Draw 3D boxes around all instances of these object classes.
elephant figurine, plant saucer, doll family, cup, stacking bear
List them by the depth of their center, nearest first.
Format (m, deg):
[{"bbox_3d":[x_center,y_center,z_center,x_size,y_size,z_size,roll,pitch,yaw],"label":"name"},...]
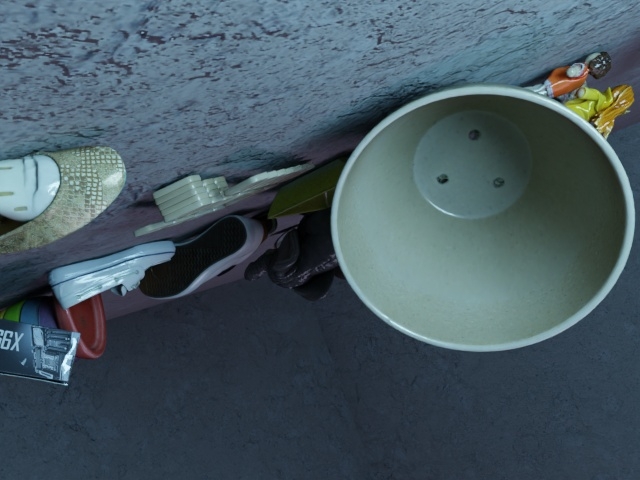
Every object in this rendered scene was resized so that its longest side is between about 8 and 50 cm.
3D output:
[{"bbox_3d":[0.195,-0.060,0.781,0.331,0.331,0.237,-22,-159,22],"label":"cup"},{"bbox_3d":[0.383,-0.194,0.922,0.163,0.118,0.263,-20,177,14],"label":"doll family"},{"bbox_3d":[0.025,-0.097,1.015,0.188,0.045,0.188,-23,175,34],"label":"plant saucer"},{"bbox_3d":[-0.590,0.191,1.184,0.289,0.164,0.175,-16,176,0],"label":"stacking bear"},{"bbox_3d":[-0.035,0.039,1.202,0.239,0.169,0.186,-48,176,3],"label":"elephant figurine"}]

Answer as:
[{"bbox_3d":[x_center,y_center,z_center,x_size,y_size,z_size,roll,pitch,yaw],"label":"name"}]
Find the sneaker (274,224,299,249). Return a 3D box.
[{"bbox_3d":[0.000,0.000,1.727,0.263,0.121,0.099,-19,176,-12],"label":"sneaker"}]

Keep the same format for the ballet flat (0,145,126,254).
[{"bbox_3d":[-0.251,-0.023,0.464,0.206,0.073,0.067,-24,161,9],"label":"ballet flat"}]

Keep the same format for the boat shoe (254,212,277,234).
[{"bbox_3d":[-0.155,-0.014,1.259,0.152,0.056,0.049,-35,164,36],"label":"boat shoe"}]

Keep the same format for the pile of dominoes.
[{"bbox_3d":[-0.123,-0.073,0.814,0.196,0.040,0.251,-22,-176,19],"label":"pile of dominoes"}]

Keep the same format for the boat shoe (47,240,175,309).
[{"bbox_3d":[-0.357,0.063,1.066,0.226,0.075,0.083,-18,176,-32],"label":"boat shoe"}]

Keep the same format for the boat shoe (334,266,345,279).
[{"bbox_3d":[0.034,0.009,1.446,0.133,0.130,0.355,7,-170,-3],"label":"boat shoe"}]

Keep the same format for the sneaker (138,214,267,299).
[{"bbox_3d":[-0.225,0.038,1.179,0.290,0.105,0.123,-23,173,23],"label":"sneaker"}]

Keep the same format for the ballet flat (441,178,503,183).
[{"bbox_3d":[0.223,-0.093,1.008,0.349,0.123,0.123,-2,-171,41],"label":"ballet flat"}]

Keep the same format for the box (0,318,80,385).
[{"bbox_3d":[-0.507,0.164,0.928,0.243,0.076,0.307,15,163,-21],"label":"box"}]
